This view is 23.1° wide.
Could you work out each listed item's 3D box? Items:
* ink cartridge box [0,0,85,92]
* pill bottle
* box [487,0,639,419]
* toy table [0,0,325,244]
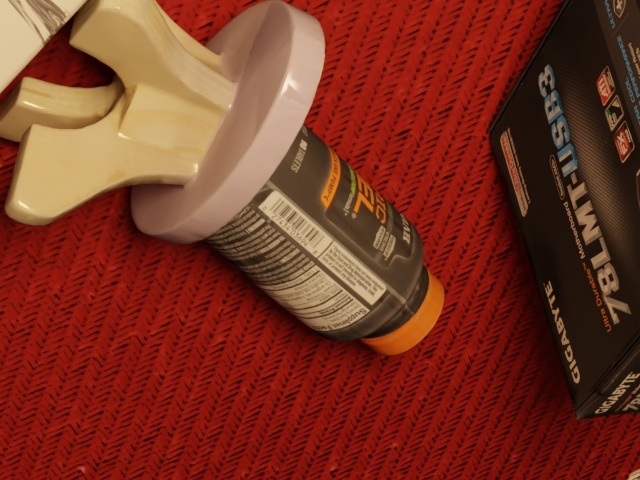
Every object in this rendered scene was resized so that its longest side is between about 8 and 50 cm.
[{"bbox_3d":[-0.225,-0.226,1.106,0.273,0.198,0.115,-45,121,8],"label":"ink cartridge box"},{"bbox_3d":[0.000,0.000,1.340,0.130,0.130,0.246,-44,121,8],"label":"pill bottle"},{"bbox_3d":[0.243,-0.053,1.232,0.073,0.295,0.293,-1,150,-19],"label":"box"},{"bbox_3d":[-0.133,-0.111,1.184,0.161,0.252,0.274,20,142,-23],"label":"toy table"}]
